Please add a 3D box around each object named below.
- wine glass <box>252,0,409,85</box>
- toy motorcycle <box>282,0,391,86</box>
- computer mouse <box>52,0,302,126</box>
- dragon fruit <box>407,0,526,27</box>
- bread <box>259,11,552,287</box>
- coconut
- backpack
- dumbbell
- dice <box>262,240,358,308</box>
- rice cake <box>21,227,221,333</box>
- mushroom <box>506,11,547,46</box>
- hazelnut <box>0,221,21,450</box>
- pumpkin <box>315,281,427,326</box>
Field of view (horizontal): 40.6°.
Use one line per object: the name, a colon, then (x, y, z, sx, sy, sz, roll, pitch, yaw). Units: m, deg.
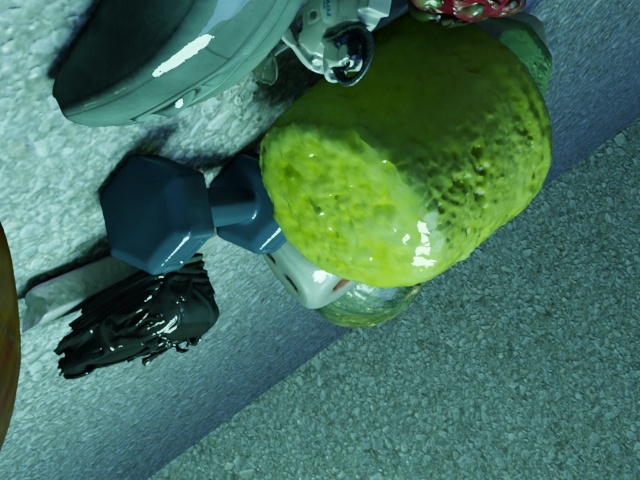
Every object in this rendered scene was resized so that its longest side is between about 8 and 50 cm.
wine glass: (0.025, -0.277, 1.097, 0.262, 0.074, 0.074, -32, 164, -27)
toy motorcycle: (0.023, -0.271, 0.915, 0.102, 0.150, 0.221, 10, 91, -35)
computer mouse: (-0.119, -0.217, 0.855, 0.371, 0.122, 0.188, -43, 164, 30)
dragon fruit: (0.193, -0.349, 1.035, 0.273, 0.198, 0.218, -20, 148, -52)
bread: (0.110, -0.113, 1.179, 0.308, 0.348, 0.348, -41, 169, -37)
coconut: (0.252, -0.266, 1.409, 0.236, 0.236, 0.204, -50, -174, 38)
backpack: (-0.277, 0.126, 1.279, 0.258, 0.133, 0.206, -25, 173, 14)
dumbbell: (-0.155, -0.045, 1.217, 0.144, 0.156, 0.316, -11, 180, 30)
dice: (0.000, 0.000, 1.615, 0.193, 0.192, 0.194, -36, 166, -13)
rice cake: (-0.290, 0.039, 1.307, 0.365, 0.056, 0.073, -26, 171, -38)
mushroom: (0.270, -0.272, 1.577, 0.350, 0.128, 0.128, -41, 165, 16)
hazelnut: (-0.399, 0.063, 0.579, 0.402, 0.402, 0.429, -42, 159, 14)
pumpkin: (0.094, 0.056, 1.874, 0.291, 0.257, 0.327, -46, 163, -22)
